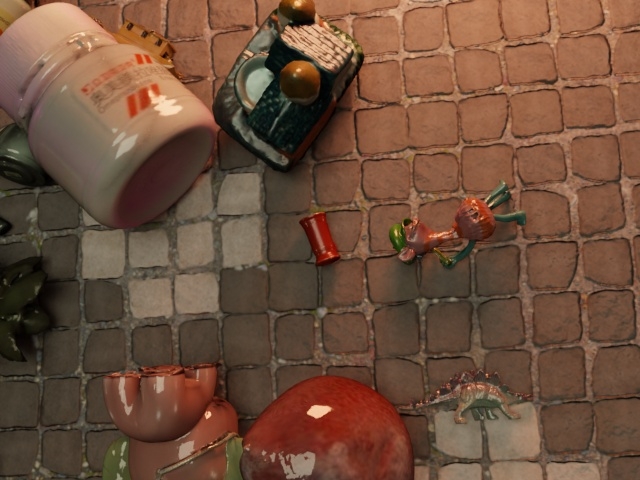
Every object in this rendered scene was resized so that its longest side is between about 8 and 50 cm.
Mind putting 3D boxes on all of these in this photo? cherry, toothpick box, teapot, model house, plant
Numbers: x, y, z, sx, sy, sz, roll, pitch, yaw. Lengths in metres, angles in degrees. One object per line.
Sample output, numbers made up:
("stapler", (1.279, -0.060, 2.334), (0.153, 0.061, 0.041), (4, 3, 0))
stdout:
("cherry", (0.011, 0.319, 1.240), (0.221, 0.307, 0.261), (-21, 56, 33))
("toothpick box", (0.000, 0.000, 1.404), (0.047, 0.047, 0.083), (-21, 79, 7))
("teapot", (-0.525, -0.157, 1.516), (0.111, 0.149, 0.108), (28, 65, -24))
("model house", (-0.050, -0.253, 1.318), (0.184, 0.291, 0.253), (36, 90, -3))
("plant", (-0.613, 0.105, 1.435), (0.312, 0.213, 0.215), (9, 83, -24))

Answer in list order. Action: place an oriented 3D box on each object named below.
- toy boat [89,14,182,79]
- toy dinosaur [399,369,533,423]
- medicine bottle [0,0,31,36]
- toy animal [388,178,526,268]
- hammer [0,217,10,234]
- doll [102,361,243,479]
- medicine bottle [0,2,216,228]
("toy boat", (-0.327, -0.343, 1.513), (0.201, 0.057, 0.077), (29, 83, 14))
("toy dinosaur", (0.223, 0.243, 1.326), (0.209, 0.039, 0.082), (-6, 77, -1))
("medicine bottle", (-0.633, -0.390, 1.527), (0.158, 0.158, 0.318), (38, 91, 14))
("toy animal", (0.217, -0.015, 1.353), (0.208, 0.100, 0.103), (-25, 117, 4))
("hammer", (-0.668, -0.106, 1.557), (0.288, 0.033, 0.111), (42, 92, 13))
("doll", (-0.224, 0.325, 1.316), (0.284, 0.216, 0.268), (-7, 86, 21))
("medicine bottle", (-0.357, -0.206, 1.396), (0.325, 0.256, 0.256), (44, 92, 14))
